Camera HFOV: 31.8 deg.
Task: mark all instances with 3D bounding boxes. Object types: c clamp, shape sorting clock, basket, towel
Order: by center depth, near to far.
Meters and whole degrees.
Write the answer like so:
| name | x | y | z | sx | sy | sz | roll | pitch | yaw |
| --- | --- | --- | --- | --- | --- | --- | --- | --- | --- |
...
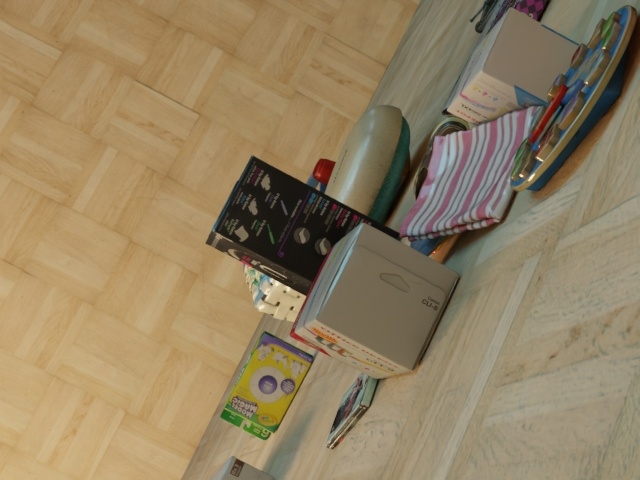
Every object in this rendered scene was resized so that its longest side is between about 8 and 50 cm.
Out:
| name | x | y | z | sx | sy | sz | roll | pitch | yaw |
| --- | --- | --- | --- | --- | --- | --- | --- | --- | --- |
| shape sorting clock | 0.241 | -0.138 | 1.090 | 0.206 | 0.040 | 0.206 | -61 | 5 | 10 |
| towel | 0.168 | -0.074 | 1.278 | 0.197 | 0.029 | 0.144 | -14 | 49 | 62 |
| c clamp | 0.315 | -0.430 | 2.074 | 0.137 | 0.022 | 0.161 | -53 | 7 | 31 |
| basket | -0.042 | 0.007 | 2.282 | 0.289 | 0.201 | 0.255 | -87 | 23 | -56 |

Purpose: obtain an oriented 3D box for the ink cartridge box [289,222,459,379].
| name | x | y | z | sx | sy | sz | roll | pitch | yaw |
| --- | --- | --- | --- | --- | --- | --- | --- | --- | --- |
| ink cartridge box | 0.058 | 0.075 | 1.300 | 0.127 | 0.128 | 0.176 | -64 | 5 | -14 |

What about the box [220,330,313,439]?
| name | x | y | z | sx | sy | sz | roll | pitch | yaw |
| --- | --- | --- | --- | --- | --- | --- | --- | --- | --- |
| box | -0.099 | 0.266 | 2.029 | 0.179 | 0.105 | 0.043 | -63 | 4 | 2 |

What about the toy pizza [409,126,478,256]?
| name | x | y | z | sx | sy | sz | roll | pitch | yaw |
| --- | --- | --- | --- | --- | --- | --- | --- | --- | --- |
| toy pizza | 0.171 | -0.056 | 1.405 | 0.201 | 0.032 | 0.201 | -61 | 5 | 9 |

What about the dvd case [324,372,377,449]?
| name | x | y | z | sx | sy | sz | roll | pitch | yaw |
| --- | --- | --- | --- | --- | --- | --- | --- | --- | --- |
| dvd case | 0.044 | 0.203 | 1.420 | 0.119 | 0.013 | 0.087 | -56 | 8 | 47 |

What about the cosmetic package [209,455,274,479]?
| name | x | y | z | sx | sy | sz | roll | pitch | yaw |
| --- | --- | --- | --- | --- | --- | --- | --- | --- | --- |
| cosmetic package | -0.160 | 0.444 | 1.818 | 0.117 | 0.085 | 0.231 | -65 | 8 | -31 |

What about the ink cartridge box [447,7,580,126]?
| name | x | y | z | sx | sy | sz | roll | pitch | yaw |
| --- | --- | --- | --- | --- | --- | --- | --- | --- | --- |
| ink cartridge box | 0.216 | -0.183 | 1.293 | 0.090 | 0.092 | 0.143 | -64 | 4 | -18 |

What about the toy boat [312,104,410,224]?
| name | x | y | z | sx | sy | sz | roll | pitch | yaw |
| --- | --- | --- | --- | --- | --- | --- | --- | --- | --- |
| toy boat | 0.089 | -0.118 | 2.121 | 0.267 | 0.148 | 0.318 | -67 | 13 | -5 |

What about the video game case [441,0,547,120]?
| name | x | y | z | sx | sy | sz | roll | pitch | yaw |
| --- | --- | --- | --- | --- | --- | --- | --- | --- | --- |
| video game case | 0.266 | -0.293 | 1.670 | 0.232 | 0.042 | 0.210 | -63 | 5 | -3 |

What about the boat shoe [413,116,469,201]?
| name | x | y | z | sx | sy | sz | roll | pitch | yaw |
| --- | --- | --- | --- | --- | --- | --- | --- | --- | --- |
| boat shoe | 0.173 | -0.110 | 1.609 | 0.152 | 0.056 | 0.049 | 109 | 178 | -46 |

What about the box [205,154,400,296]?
| name | x | y | z | sx | sy | sz | roll | pitch | yaw |
| --- | --- | --- | --- | --- | --- | --- | --- | --- | --- |
| box | -0.032 | -0.002 | 1.820 | 0.143 | 0.270 | 0.165 | -63 | 4 | -11 |
